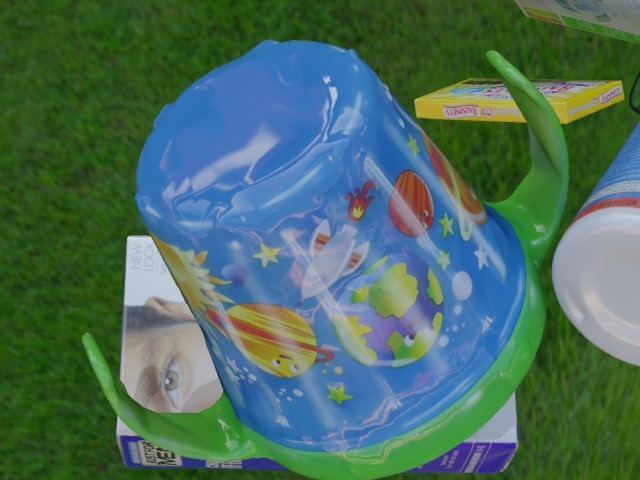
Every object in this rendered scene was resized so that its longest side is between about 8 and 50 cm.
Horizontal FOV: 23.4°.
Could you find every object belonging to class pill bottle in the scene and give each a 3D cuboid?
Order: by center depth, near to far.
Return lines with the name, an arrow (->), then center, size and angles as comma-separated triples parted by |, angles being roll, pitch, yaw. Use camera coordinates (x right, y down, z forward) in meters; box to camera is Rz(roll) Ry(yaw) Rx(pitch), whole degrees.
pill bottle -> 0.253, -0.026, 1.044 | 0.124, 0.124, 0.221 | 26, 47, 15

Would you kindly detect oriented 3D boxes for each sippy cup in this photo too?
sippy cup -> 0.000, 0.000, 0.998 | 0.240, 0.224, 0.305 | 6, 54, 39

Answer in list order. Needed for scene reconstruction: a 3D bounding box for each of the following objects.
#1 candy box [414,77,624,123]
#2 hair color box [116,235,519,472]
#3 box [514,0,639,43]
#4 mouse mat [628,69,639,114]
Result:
candy box -> 0.211, -0.151, 1.658 | 0.205, 0.105, 0.027 | 7, 114, 44
hair color box -> -0.003, 0.101, 1.348 | 0.338, 0.110, 0.185 | 0, 67, -1
box -> 0.332, -0.313, 1.727 | 0.231, 0.262, 0.127 | 18, 90, 18
mouse mat -> 0.322, -0.149, 1.230 | 0.007, 0.190, 0.153 | 14, 105, -28
